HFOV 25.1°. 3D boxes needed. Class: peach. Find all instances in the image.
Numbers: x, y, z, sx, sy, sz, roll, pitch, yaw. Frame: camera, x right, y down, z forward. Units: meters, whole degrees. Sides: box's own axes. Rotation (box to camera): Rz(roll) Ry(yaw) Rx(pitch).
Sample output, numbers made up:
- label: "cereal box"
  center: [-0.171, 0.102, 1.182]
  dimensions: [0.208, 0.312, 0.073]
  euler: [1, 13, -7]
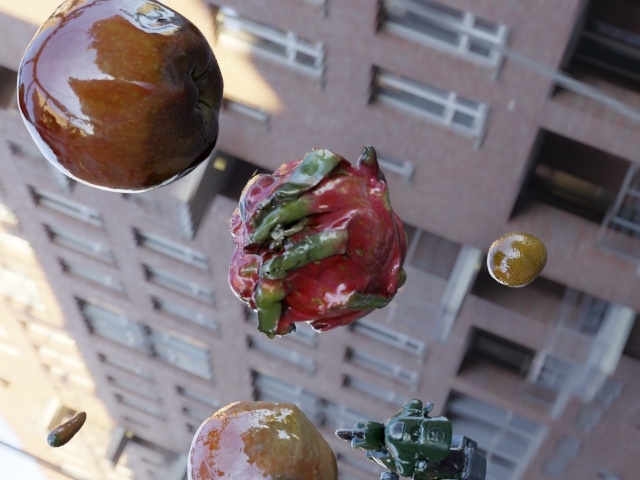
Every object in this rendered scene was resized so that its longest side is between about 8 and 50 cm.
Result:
- label: "peach"
  center: [-0.073, 0.324, 1.987]
  dimensions: [0.232, 0.232, 0.232]
  euler: [22, -90, -82]

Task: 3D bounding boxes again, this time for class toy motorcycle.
- label: "toy motorcycle"
  center: [0.167, 0.336, 2.285]
  dimensions: [0.275, 0.187, 0.124]
  euler: [29, -119, -41]

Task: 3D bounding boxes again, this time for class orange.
- label: "orange"
  center: [0.265, 0.025, 1.926]
  dimensions: [0.085, 0.085, 0.085]
  euler: [22, -90, -82]

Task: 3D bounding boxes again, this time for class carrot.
- label: "carrot"
  center: [-0.417, 0.312, 2.384]
  dimensions: [0.142, 0.035, 0.035]
  euler: [-41, -28, -67]

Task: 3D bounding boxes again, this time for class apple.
- label: "apple"
  center: [-0.210, -0.162, 1.580]
  dimensions: [0.230, 0.230, 0.230]
  euler: [22, -90, -82]

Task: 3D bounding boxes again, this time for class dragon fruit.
- label: "dragon fruit"
  center: [-0.011, 0.004, 1.869]
  dimensions: [0.303, 0.237, 0.231]
  euler: [-6, -99, -70]
